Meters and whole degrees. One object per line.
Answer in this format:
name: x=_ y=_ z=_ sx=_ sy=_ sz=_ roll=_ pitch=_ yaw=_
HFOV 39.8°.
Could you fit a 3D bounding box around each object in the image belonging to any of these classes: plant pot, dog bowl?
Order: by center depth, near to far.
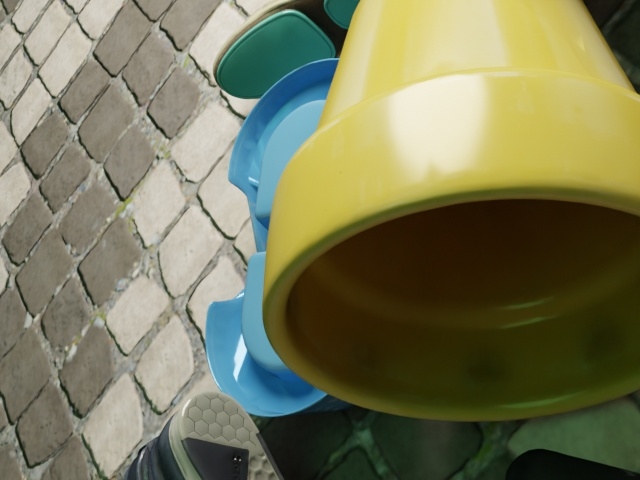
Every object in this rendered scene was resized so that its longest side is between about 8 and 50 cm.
plant pot: x=0.096 y=-0.047 z=0.551 sx=0.254 sy=0.254 sz=0.239 roll=-23 pitch=49 yaw=31
dog bowl: x=0.000 y=0.000 z=0.721 sx=0.166 sy=0.074 sz=0.297 roll=-9 pitch=66 yaw=37

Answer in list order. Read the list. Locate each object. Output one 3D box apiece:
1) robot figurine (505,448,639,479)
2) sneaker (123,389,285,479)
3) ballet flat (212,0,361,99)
robot figurine: x=0.131 y=0.239 z=0.436 sx=0.278 sy=0.174 sz=0.209 roll=11 pitch=52 yaw=42
sneaker: x=-0.074 y=0.244 z=0.675 sx=0.163 sy=0.086 sz=0.226 roll=-43 pitch=68 yaw=43
ballet flat: x=0.006 y=-0.212 z=0.815 sx=0.248 sy=0.086 sz=0.086 roll=-25 pitch=57 yaw=28
